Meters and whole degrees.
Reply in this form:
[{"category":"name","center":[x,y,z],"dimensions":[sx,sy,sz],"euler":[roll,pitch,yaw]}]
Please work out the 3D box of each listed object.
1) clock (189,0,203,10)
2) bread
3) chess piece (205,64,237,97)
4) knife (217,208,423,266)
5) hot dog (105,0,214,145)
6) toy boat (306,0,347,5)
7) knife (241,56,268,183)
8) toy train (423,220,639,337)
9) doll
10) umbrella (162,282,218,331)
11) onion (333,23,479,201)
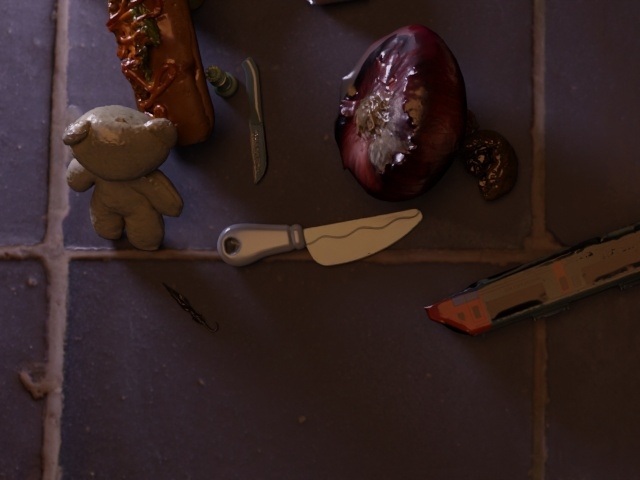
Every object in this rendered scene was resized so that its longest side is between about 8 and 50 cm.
[{"category":"clock","center":[-0.233,-0.494,1.818],"dimensions":[0.143,0.096,0.202],"euler":[24,91,9]},{"category":"bread","center":[0.261,-0.123,1.710],"dimensions":[0.082,0.060,0.113],"euler":[-36,78,8]},{"category":"chess piece","center":[-0.162,-0.260,1.784],"dimensions":[0.042,0.093,0.042],"euler":[-1,83,9]},{"category":"knife","center":[0.000,0.002,1.763],"dimensions":[0.332,0.044,0.080],"euler":[-5,84,7]},{"category":"hot dog","center":[-0.264,-0.308,1.726],"dimensions":[0.158,0.117,0.348],"euler":[16,122,50]},{"category":"toy boat","center":[0.067,-0.510,1.781],"dimensions":[0.282,0.096,0.206],"euler":[-35,86,-7]},{"category":"knife","center":[-0.106,-0.196,1.809],"dimensions":[0.028,0.015,0.210],"euler":[-7,85,3]},{"category":"toy train","center":[0.360,0.063,1.662],"dimensions":[0.410,0.086,0.089],"euler":[-22,84,8]},{"category":"doll","center":[-0.311,-0.104,1.745],"dimensions":[0.175,0.278,0.149],"euler":[-6,47,-13]},{"category":"umbrella","center":[-0.217,0.110,1.803],"dimensions":[0.122,0.013,0.022],"euler":[37,81,12]},{"category":"onion","center":[0.141,-0.184,1.673],"dimensions":[0.195,0.272,0.271],"euler":[14,87,-26]}]
